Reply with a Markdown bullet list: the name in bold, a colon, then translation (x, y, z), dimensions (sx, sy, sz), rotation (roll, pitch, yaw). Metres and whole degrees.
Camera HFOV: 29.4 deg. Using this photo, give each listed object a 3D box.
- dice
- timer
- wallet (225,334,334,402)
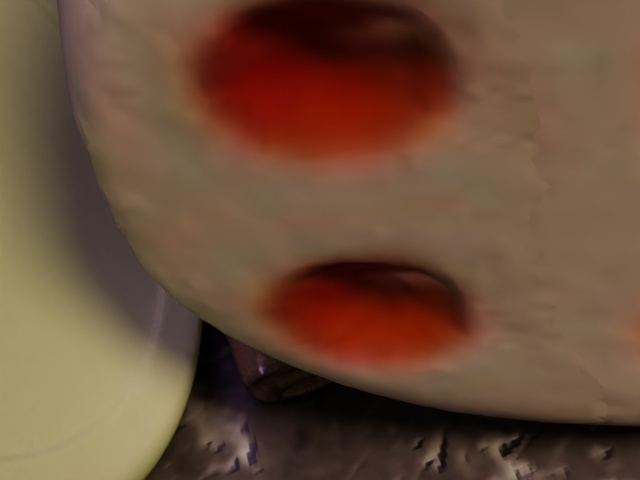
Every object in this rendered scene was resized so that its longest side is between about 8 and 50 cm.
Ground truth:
- **dice**: translation (0.095, -0.119, 0.456), dimensions (0.304, 0.277, 0.304), rotation (2, 52, 11)
- **timer**: translation (-0.259, 0.031, 0.530), dimensions (0.315, 0.291, 0.290), rotation (-26, 37, 30)
- **wallet**: translation (0.000, 0.000, 0.580), dimensions (0.118, 0.038, 0.152), rotation (-21, 45, 0)
